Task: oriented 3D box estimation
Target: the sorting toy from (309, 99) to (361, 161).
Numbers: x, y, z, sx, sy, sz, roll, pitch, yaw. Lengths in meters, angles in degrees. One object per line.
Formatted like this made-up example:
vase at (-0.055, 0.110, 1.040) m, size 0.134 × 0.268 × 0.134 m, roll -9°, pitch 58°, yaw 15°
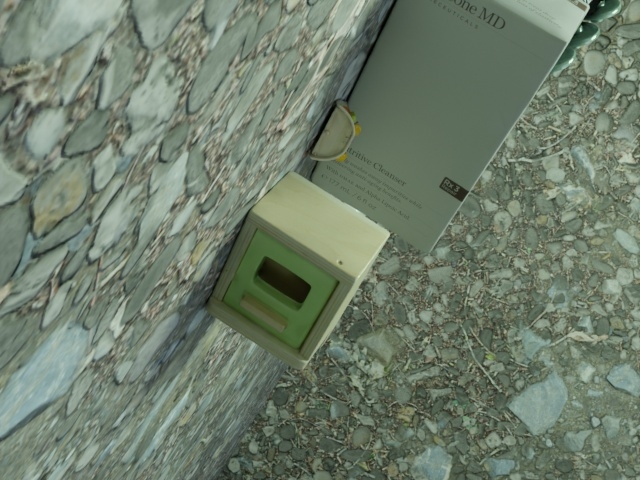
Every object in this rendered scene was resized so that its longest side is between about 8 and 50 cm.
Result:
sorting toy at (0.024, -0.149, 1.136) m, size 0.083 × 0.045 × 0.075 m, roll -60°, pitch -167°, yaw 28°

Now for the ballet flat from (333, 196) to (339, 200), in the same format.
ballet flat at (0.000, 0.000, 1.588) m, size 0.221 × 0.077 × 0.079 m, roll 115°, pitch -10°, yaw -50°

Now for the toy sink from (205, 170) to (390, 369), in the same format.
toy sink at (-0.042, 0.060, 1.101) m, size 0.131 × 0.153 × 0.234 m, roll -50°, pitch 172°, yaw -52°

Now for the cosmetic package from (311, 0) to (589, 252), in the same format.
cosmetic package at (0.165, -0.196, 1.177) m, size 0.156 × 0.217 × 0.385 m, roll -52°, pitch 170°, yaw -47°

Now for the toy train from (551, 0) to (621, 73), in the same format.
toy train at (0.339, -0.370, 1.343) m, size 0.334 × 0.190 × 0.142 m, roll -45°, pitch 133°, yaw -34°

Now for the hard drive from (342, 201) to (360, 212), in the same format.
hard drive at (0.055, -0.038, 1.918) m, size 0.353 × 0.047 × 0.233 m, roll -56°, pitch 174°, yaw -24°
